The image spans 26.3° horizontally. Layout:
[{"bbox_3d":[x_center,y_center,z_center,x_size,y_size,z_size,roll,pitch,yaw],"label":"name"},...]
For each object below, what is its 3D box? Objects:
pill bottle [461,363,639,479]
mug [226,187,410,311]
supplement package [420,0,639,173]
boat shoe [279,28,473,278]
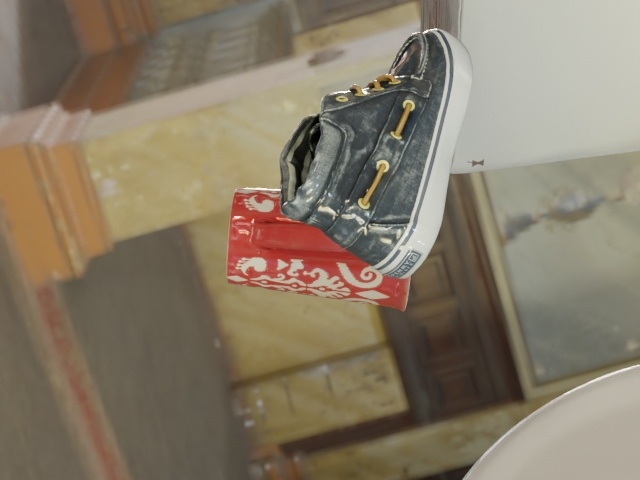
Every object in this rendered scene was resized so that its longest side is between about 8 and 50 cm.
[{"bbox_3d":[0.225,0.257,0.705,0.363,0.210,0.210,58,9,-19],"label":"pill bottle"},{"bbox_3d":[0.001,-0.007,1.271,0.150,0.169,0.113,92,4,-59],"label":"mug"},{"bbox_3d":[0.182,-0.185,0.963,0.262,0.204,0.145,84,-2,-61],"label":"supplement package"},{"bbox_3d":[0.032,-0.069,0.773,0.083,0.065,0.183,28,46,-18],"label":"boat shoe"}]
